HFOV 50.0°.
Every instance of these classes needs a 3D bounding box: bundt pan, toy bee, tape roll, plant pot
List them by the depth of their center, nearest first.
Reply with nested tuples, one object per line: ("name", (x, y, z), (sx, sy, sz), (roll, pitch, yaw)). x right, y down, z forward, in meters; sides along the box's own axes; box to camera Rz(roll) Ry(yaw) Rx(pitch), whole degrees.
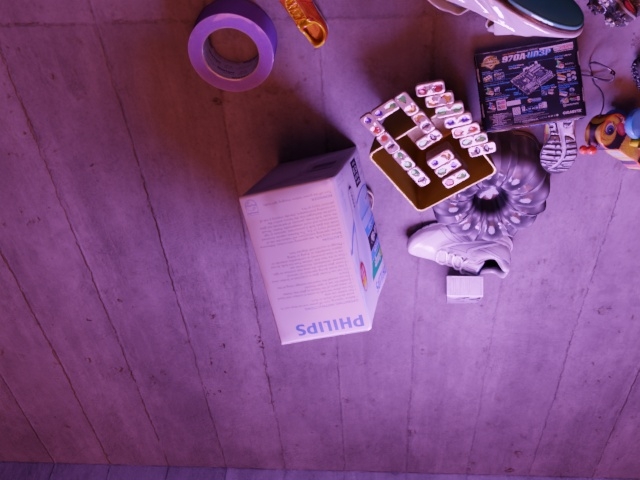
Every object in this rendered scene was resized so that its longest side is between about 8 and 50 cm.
("tape roll", (-0.193, -0.431, 1.521), (0.189, 0.080, 0.189), (3, 133, 3))
("toy bee", (0.670, -0.240, 1.584), (0.298, 0.195, 0.162), (37, 85, 0))
("plant pot", (0.257, -0.235, 1.597), (0.212, 0.187, 0.212), (-28, 125, 28))
("bundt pan", (0.424, -0.124, 1.735), (0.331, 0.124, 0.330), (3, 133, 3))

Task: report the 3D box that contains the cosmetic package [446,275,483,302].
("cosmetic package", (0.404, 0.143, 1.939), (0.099, 0.060, 0.239), (2, 171, 11))

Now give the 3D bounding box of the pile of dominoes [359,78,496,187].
("pile of dominoes", (0.234, -0.217, 1.460), (0.196, 0.040, 0.251), (-30, 125, 29))

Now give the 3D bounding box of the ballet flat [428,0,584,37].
("ballet flat", (0.338, -0.499, 1.400), (0.400, 0.139, 0.139), (22, 131, -10))

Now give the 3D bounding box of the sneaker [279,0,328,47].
("sneaker", (-0.040, -0.490, 1.462), (0.064, 0.067, 0.175), (-29, 123, 30))

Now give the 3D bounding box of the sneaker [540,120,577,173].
("sneaker", (0.564, -0.256, 1.612), (0.082, 0.094, 0.208), (6, 126, 16))

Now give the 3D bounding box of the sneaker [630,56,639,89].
("sneaker", (0.777, -0.340, 1.537), (0.106, 0.078, 0.234), (-30, 128, 25))

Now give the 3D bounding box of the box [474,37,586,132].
("box", (0.459, -0.338, 1.511), (0.220, 0.051, 0.175), (-8, 92, 12))

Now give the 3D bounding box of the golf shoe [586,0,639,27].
("golf shoe", (0.538, -0.546, 1.345), (0.273, 0.105, 0.120), (41, 96, -10))

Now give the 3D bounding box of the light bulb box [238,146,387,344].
("light bulb box", (0.000, 0.000, 1.649), (0.225, 0.358, 0.360), (-11, 106, 15))

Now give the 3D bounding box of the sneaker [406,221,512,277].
("sneaker", (0.385, 0.031, 1.880), (0.297, 0.129, 0.111), (5, 135, 1))

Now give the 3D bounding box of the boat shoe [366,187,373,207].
("boat shoe", (0.069, -0.032, 1.866), (0.095, 0.095, 0.257), (20, 132, -14))
